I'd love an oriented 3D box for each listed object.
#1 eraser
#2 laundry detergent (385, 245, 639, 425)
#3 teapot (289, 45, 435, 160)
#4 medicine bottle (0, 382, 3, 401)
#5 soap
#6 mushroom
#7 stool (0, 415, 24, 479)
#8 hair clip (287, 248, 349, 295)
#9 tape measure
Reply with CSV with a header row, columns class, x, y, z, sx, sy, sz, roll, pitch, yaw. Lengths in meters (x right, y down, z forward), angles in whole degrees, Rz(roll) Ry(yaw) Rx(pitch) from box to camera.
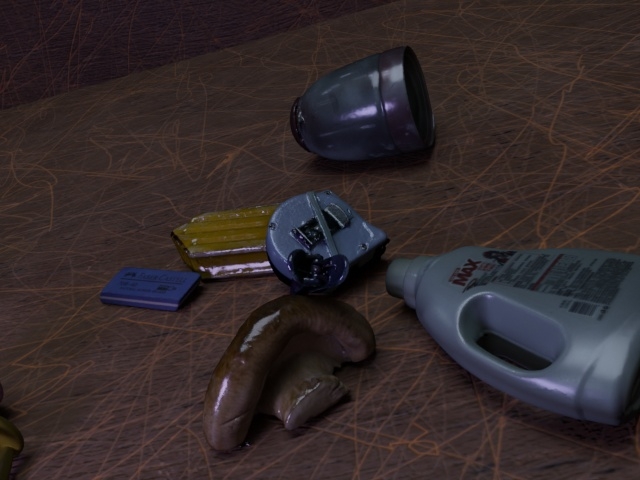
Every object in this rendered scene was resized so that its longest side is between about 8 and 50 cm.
class,x,y,z,sx,sy,sz,roll,pitch,yaw
eraser,-0.333,0.094,1.285,0.225,0.036,0.082,3,38,29
laundry detergent,0.255,0.097,0.907,0.398,0.124,0.264,12,43,41
teapot,0.096,-0.298,1.550,0.312,0.233,0.315,-9,2,23
medicine bottle,-0.649,0.291,0.993,0.178,0.178,0.290,1,37,28
soap,-0.176,0.003,1.308,0.258,0.080,0.160,-6,32,19
mushroom,-0.057,0.162,0.929,0.286,0.151,0.156,-31,32,-21
stool,-0.504,0.317,0.946,0.135,0.134,0.110,-53,16,37
hair clip,-0.021,0.069,0.994,0.083,0.275,0.048,3,74,-7
tape measure,-0.004,0.002,1.152,0.182,0.107,0.181,41,61,18
